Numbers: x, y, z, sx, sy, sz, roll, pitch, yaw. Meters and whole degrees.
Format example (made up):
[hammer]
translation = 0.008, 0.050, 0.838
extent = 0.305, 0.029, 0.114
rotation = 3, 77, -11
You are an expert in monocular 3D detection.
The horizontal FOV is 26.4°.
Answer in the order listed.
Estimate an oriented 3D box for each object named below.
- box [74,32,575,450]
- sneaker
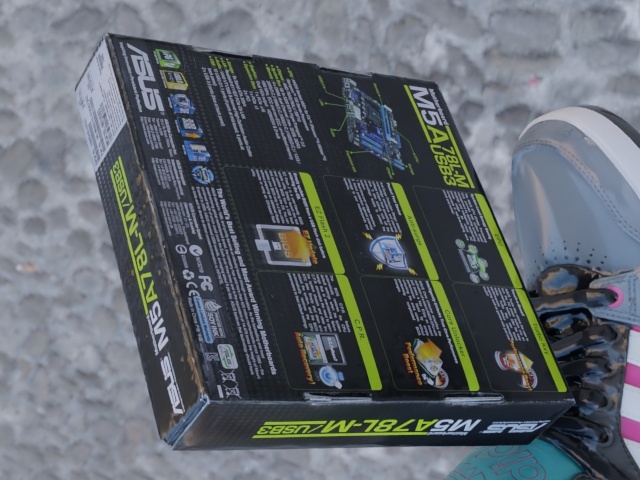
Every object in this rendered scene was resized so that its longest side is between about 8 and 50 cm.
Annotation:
[box]
translation = 0.000, 0.000, 0.597
extent = 0.184, 0.190, 0.045
rotation = 5, 141, -35
[sneaker]
translation = 0.106, 0.089, 0.642
extent = 0.124, 0.178, 0.295
rotation = -28, 78, 59
